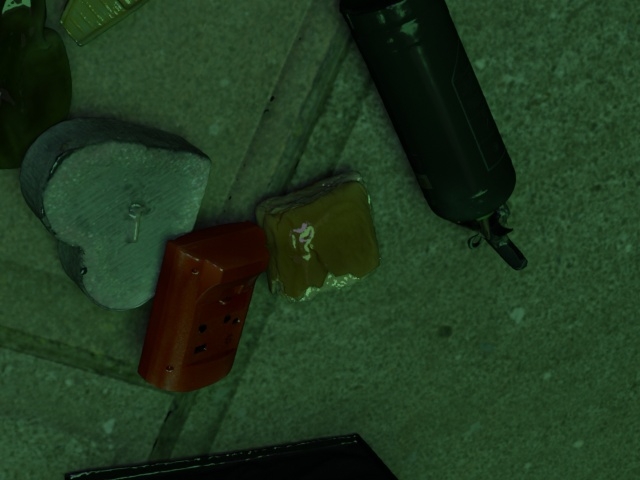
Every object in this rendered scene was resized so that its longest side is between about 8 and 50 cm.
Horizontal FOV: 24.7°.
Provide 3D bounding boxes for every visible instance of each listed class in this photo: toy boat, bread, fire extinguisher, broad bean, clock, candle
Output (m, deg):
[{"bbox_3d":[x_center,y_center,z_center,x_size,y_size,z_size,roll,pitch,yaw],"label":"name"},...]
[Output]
[{"bbox_3d":[-0.162,-0.242,1.296,0.172,0.066,0.065,-41,120,-4],"label":"toy boat"},{"bbox_3d":[0.001,-0.001,1.437,0.125,0.082,0.106,-19,121,-12],"label":"bread"},{"bbox_3d":[0.124,-0.112,1.431,0.095,0.114,0.311,-33,119,-12],"label":"fire extinguisher"},{"bbox_3d":[-0.291,-0.156,1.272,0.153,0.072,0.207,-2,109,-20],"label":"broad bean"},{"bbox_3d":[-0.107,0.067,1.398,0.113,0.061,0.155,-17,132,-48],"label":"clock"},{"bbox_3d":[-0.179,-0.038,1.343,0.168,0.068,0.192,-35,133,-18],"label":"candle"}]

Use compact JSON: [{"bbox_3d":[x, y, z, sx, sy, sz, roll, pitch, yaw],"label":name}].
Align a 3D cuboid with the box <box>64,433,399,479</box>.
[{"bbox_3d":[-0.068,0.351,1.445,0.345,0.251,0.205,-5,110,-21],"label":"box"}]
